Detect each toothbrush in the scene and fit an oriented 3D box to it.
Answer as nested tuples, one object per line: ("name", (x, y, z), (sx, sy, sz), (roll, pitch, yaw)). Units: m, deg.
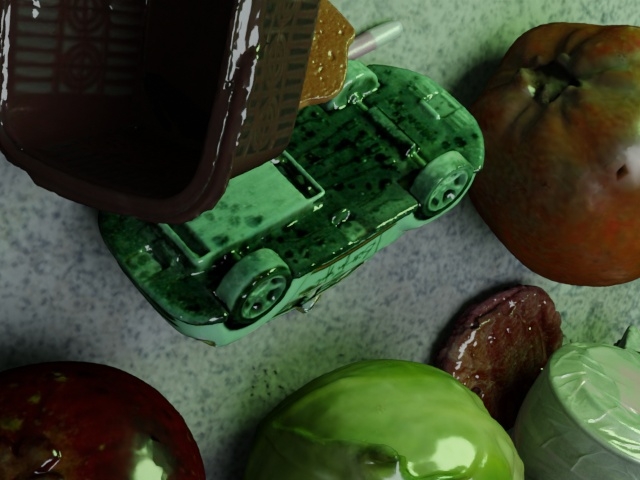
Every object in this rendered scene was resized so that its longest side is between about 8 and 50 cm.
("toothbrush", (-0.050, -0.105, 1.027), (0.286, 0.020, 0.025), (-32, 117, -22))

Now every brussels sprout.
("brussels sprout", (0.042, 0.230, 1.098), (0.294, 0.227, 0.259), (-5, 125, -43))

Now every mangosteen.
("mangosteen", (-0.175, 0.202, 0.949), (0.215, 0.215, 0.257), (-46, 155, -13))

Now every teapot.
("teapot", (0.247, 0.185, 1.261), (0.163, 0.221, 0.178), (17, 121, -17))

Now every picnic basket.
("picnic basket", (-0.096, -0.169, 0.870), (0.129, 0.222, 0.296), (-11, 116, -57))

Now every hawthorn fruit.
("hawthorn fruit", (0.237, -0.058, 1.148), (0.210, 0.210, 0.262), (-51, 140, -9))

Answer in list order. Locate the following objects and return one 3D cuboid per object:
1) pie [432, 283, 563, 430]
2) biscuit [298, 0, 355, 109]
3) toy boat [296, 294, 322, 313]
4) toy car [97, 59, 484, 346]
("pie", (0.166, 0.112, 1.259), (0.154, 0.038, 0.153), (-15, 115, -35))
("biscuit", (-0.035, -0.139, 0.992), (0.130, 0.019, 0.102), (-26, 82, -21))
("toy boat", (0.000, 0.000, 1.106), (0.063, 0.016, 0.115), (41, 81, -38))
("toy car", (-0.017, -0.022, 1.011), (0.306, 0.136, 0.125), (-29, 151, -29))
